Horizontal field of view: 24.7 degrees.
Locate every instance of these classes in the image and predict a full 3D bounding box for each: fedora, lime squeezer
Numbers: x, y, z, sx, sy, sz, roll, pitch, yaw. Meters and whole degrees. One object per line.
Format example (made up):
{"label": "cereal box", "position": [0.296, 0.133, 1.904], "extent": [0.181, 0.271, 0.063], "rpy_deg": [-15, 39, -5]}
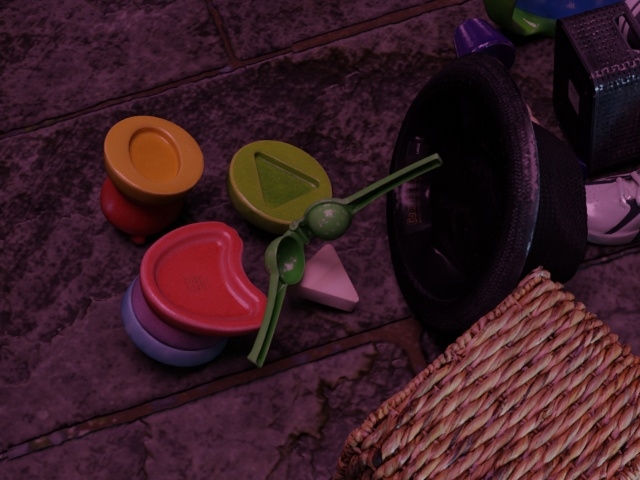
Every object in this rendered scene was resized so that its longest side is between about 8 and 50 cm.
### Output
{"label": "fedora", "position": [0.203, -0.046, 1.646], "extent": [0.152, 0.334, 0.334], "rpy_deg": [8, 50, -24]}
{"label": "lime squeezer", "position": [0.000, 0.000, 1.624], "extent": [0.310, 0.059, 0.110], "rpy_deg": [-47, 23, -11]}

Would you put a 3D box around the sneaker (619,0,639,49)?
{"label": "sneaker", "position": [0.537, -0.285, 1.826], "extent": [0.321, 0.126, 0.127], "rpy_deg": [-16, 48, -6]}

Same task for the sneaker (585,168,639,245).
{"label": "sneaker", "position": [0.389, -0.074, 1.674], "extent": [0.234, 0.153, 0.094], "rpy_deg": [2, 53, 8]}

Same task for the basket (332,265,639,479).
{"label": "basket", "position": [0.187, 0.220, 1.459], "extent": [0.299, 0.213, 0.223], "rpy_deg": [-39, 71, -25]}

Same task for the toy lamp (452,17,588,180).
{"label": "toy lamp", "position": [0.240, -0.171, 1.811], "extent": [0.080, 0.080, 0.275], "rpy_deg": [-22, 55, -8]}

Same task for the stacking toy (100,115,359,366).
{"label": "stacking toy", "position": [-0.121, 0.013, 1.738], "extent": [0.279, 0.130, 0.309], "rpy_deg": [1, 53, -25]}

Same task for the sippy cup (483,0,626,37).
{"label": "sippy cup", "position": [0.327, -0.419, 1.889], "extent": [0.240, 0.224, 0.306], "rpy_deg": [0, 55, 8]}

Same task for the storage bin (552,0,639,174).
{"label": "storage bin", "position": [0.338, -0.180, 1.740], "extent": [0.084, 0.180, 0.122], "rpy_deg": [-17, 54, -4]}
